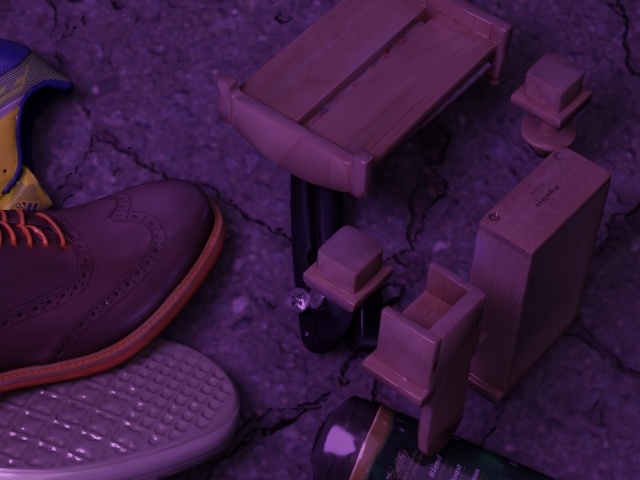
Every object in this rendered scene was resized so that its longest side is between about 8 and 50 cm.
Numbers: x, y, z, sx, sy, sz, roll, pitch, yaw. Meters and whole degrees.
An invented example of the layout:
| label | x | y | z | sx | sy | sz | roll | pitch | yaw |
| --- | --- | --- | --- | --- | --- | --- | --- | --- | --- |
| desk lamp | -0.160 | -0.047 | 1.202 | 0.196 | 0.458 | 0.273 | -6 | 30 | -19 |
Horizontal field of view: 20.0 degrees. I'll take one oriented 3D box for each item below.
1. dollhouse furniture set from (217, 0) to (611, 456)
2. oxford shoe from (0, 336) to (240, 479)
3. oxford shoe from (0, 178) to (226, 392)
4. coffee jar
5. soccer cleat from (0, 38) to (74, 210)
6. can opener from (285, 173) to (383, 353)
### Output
| label | x | y | z | sx | sy | sz | roll | pitch | yaw |
| --- | --- | --- | --- | --- | --- | --- | --- | --- | --- |
| dollhouse furniture set | 0.025 | -0.040 | 1.389 | 0.355 | 0.174 | 0.303 | 32 | 54 | 23 |
| oxford shoe | -0.278 | 0.176 | 1.339 | 0.449 | 0.130 | 0.169 | -15 | 39 | -15 |
| oxford shoe | -0.216 | 0.028 | 1.318 | 0.364 | 0.132 | 0.130 | -31 | 48 | -33 |
| coffee jar | 0.082 | 0.180 | 1.351 | 0.184 | 0.096 | 0.079 | 22 | 84 | 4 |
| soccer cleat | -0.275 | -0.019 | 1.401 | 0.121 | 0.093 | 0.289 | 20 | 78 | -9 |
| can opener | 0.000 | 0.000 | 1.425 | 0.059 | 0.073 | 0.186 | -22 | 69 | 33 |
